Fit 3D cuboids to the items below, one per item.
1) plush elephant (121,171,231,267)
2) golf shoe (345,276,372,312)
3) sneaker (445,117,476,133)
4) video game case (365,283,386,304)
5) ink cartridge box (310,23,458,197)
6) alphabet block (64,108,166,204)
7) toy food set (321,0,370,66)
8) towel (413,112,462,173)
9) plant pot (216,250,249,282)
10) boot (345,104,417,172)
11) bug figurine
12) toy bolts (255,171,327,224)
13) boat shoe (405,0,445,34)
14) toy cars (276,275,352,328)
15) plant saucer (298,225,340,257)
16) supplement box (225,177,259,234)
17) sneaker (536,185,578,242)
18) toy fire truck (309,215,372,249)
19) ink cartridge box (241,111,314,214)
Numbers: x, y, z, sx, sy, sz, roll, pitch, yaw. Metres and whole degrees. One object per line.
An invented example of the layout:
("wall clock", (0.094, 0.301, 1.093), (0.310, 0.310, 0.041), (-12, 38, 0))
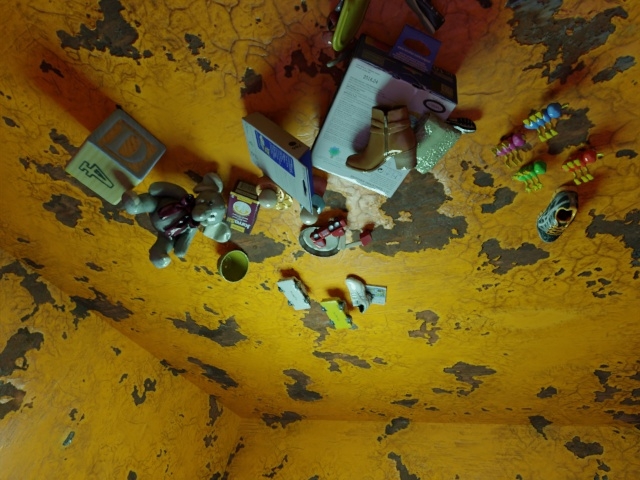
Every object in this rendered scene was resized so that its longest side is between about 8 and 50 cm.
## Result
("plush elephant", (-0.443, -0.092, 1.406), (0.255, 0.330, 0.272), (-11, 107, 16))
("golf shoe", (0.154, 0.230, 1.717), (0.069, 0.086, 0.176), (-13, 125, 43))
("sneaker", (0.364, -0.306, 1.113), (0.109, 0.040, 0.044), (11, 155, 11))
("video game case", (0.235, 0.232, 1.760), (0.087, 0.011, 0.122), (6, 138, 11))
("ink cartridge box", (0.162, -0.328, 1.057), (0.270, 0.151, 0.395), (21, 140, -9))
("alphabet block", (-0.668, -0.271, 1.347), (0.197, 0.192, 0.193), (-25, 123, 37))
("toy food set", (0.046, -0.509, 0.926), (0.071, 0.128, 0.218), (37, 144, 7))
("towel", (0.262, -0.233, 1.006), (0.110, 0.027, 0.148), (25, 137, -14))
("plant pot", (-0.384, 0.102, 1.734), (0.095, 0.134, 0.134), (10, 146, 47))
("boot", (0.138, -0.249, 1.000), (0.197, 0.073, 0.152), (1, 126, 29))
("bug figurine", (0.586, -0.241, 1.085), (0.279, 0.072, 0.216), (34, 142, -27))
("toy bolts", (-0.100, -0.120, 1.352), (0.228, 0.158, 0.218), (13, 144, -1))
("boat shoe", (0.223, -0.523, 0.908), (0.042, 0.049, 0.133), (-42, 109, 14))
("toy cars", (-0.016, 0.260, 1.818), (0.393, 0.087, 0.176), (26, 133, -7))
("plant saucer", (0.000, 0.000, 1.563), (0.168, 0.029, 0.168), (9, 137, 8))
("supplement box", (-0.273, -0.120, 1.473), (0.104, 0.081, 0.188), (20, 139, -6))
("sneaker", (0.712, -0.062, 1.237), (0.084, 0.083, 0.215), (3, 139, 12))
("toy fire truck", (0.073, -0.014, 1.476), (0.192, 0.047, 0.135), (-29, 112, 14))
("ink cartridge box", (-0.104, -0.227, 1.172), (0.332, 0.065, 0.165), (44, 153, 34))
